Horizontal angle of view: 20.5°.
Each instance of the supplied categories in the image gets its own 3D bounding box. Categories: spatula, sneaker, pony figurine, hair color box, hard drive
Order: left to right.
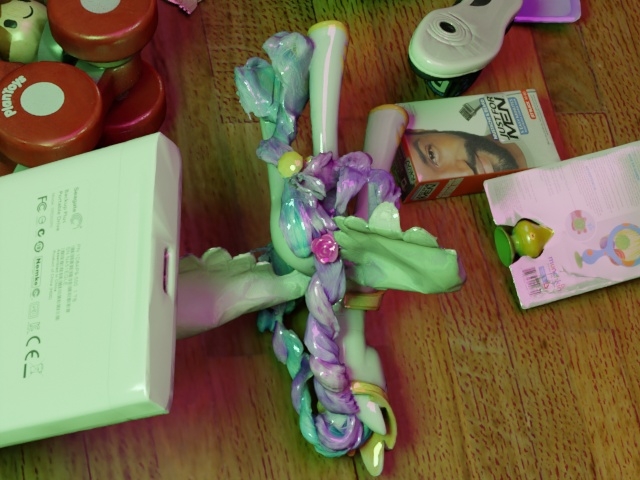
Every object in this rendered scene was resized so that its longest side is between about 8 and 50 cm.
[{"bbox_3d":[-0.276,0.060,1.450,0.047,0.353,0.233,40,43,-52],"label":"hard drive"},{"bbox_3d":[0.000,0.000,1.574,0.303,0.351,0.363,-9,66,17],"label":"pony figurine"},{"bbox_3d":[0.139,-0.285,1.921,0.297,0.030,0.084,6,62,-16],"label":"spatula"},{"bbox_3d":[0.135,-0.182,1.807,0.079,0.121,0.217,35,39,8],"label":"sneaker"},{"bbox_3d":[0.154,-0.098,1.820,0.167,0.053,0.093,-9,69,-22],"label":"hair color box"}]

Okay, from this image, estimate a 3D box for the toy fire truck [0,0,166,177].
[{"bbox_3d":[-0.289,-0.146,1.635,0.254,0.169,0.302,16,57,10],"label":"toy fire truck"}]

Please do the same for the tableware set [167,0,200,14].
[{"bbox_3d":[-0.198,-0.286,1.807,0.141,0.020,0.168,-35,80,-30],"label":"tableware set"}]

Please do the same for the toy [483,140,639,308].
[{"bbox_3d":[0.287,-0.020,1.824,0.237,0.056,0.136,-14,82,-19],"label":"toy"}]
